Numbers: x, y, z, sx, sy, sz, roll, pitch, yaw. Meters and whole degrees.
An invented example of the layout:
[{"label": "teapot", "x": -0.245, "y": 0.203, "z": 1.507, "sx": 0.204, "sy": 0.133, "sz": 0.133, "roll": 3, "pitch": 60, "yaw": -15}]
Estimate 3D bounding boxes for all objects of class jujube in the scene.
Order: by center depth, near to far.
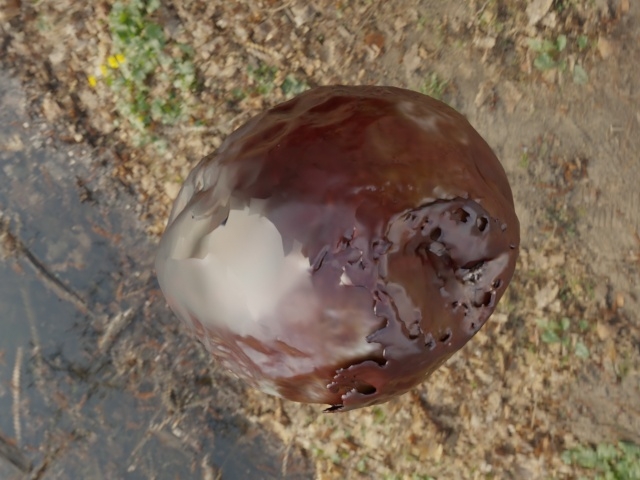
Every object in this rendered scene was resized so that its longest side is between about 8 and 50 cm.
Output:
[{"label": "jujube", "x": 0.000, "y": 0.000, "z": 0.513, "sx": 0.243, "sy": 0.183, "sz": 0.183, "roll": 5, "pitch": 126, "yaw": 60}]
